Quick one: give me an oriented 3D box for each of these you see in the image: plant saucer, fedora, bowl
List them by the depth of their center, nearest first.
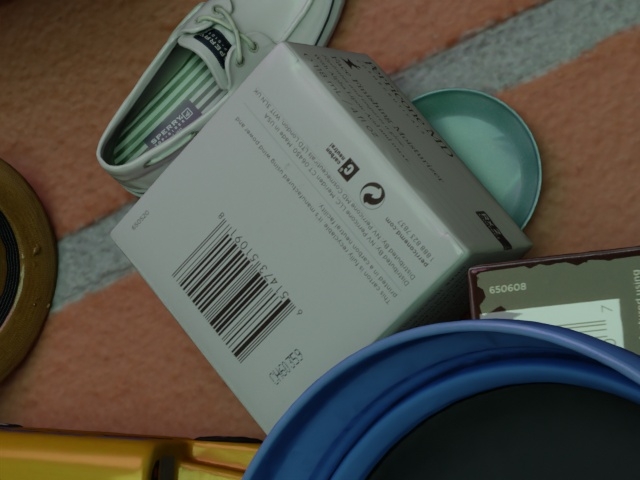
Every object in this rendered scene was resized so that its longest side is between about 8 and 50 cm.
[{"bbox_3d":[0.100,0.235,0.797,0.391,0.077,0.391,-3,86,42],"label":"bowl"},{"bbox_3d":[0.089,-0.041,1.082,0.119,0.021,0.119,-2,84,15],"label":"plant saucer"},{"bbox_3d":[-0.279,0.025,1.127,0.079,0.194,0.194,6,84,52],"label":"fedora"}]

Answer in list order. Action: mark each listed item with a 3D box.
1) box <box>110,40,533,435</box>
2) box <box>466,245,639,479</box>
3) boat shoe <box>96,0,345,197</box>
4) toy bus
[{"bbox_3d":[0.000,0.000,1.033,0.182,0.119,0.181,-46,73,21],"label":"box"},{"bbox_3d":[0.190,0.095,0.942,0.167,0.203,0.168,-8,82,15],"label":"box"},{"bbox_3d":[-0.064,-0.120,1.106,0.083,0.076,0.226,38,94,16],"label":"boat shoe"},{"bbox_3d":[-0.184,0.177,1.075,0.332,0.130,0.108,2,84,16],"label":"toy bus"}]
